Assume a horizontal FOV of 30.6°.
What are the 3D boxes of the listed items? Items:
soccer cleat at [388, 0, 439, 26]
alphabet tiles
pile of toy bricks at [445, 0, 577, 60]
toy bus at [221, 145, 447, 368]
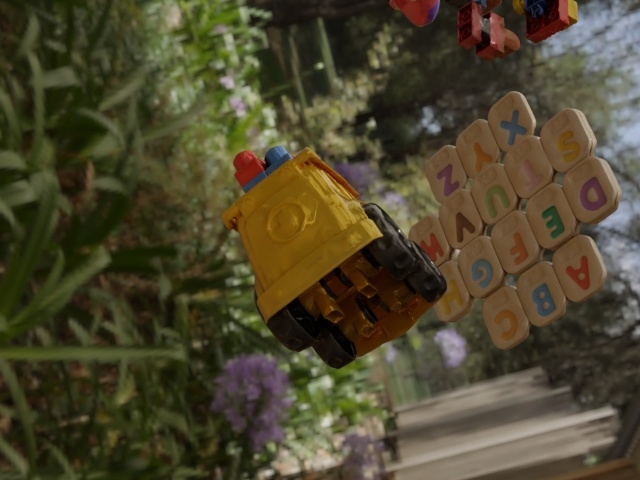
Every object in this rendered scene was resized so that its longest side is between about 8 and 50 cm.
[{"bbox_3d":[0.093,-0.349,1.215,0.083,0.095,0.248,172,-101,-73],"label":"soccer cleat"},{"bbox_3d":[0.221,-0.026,1.388,0.021,0.284,0.278,11,51,-43],"label":"alphabet tiles"},{"bbox_3d":[0.172,-0.221,0.884,0.105,0.118,0.212,21,61,-32],"label":"pile of toy bricks"},{"bbox_3d":[0.000,0.000,1.166,0.211,0.149,0.220,57,11,29],"label":"toy bus"}]
